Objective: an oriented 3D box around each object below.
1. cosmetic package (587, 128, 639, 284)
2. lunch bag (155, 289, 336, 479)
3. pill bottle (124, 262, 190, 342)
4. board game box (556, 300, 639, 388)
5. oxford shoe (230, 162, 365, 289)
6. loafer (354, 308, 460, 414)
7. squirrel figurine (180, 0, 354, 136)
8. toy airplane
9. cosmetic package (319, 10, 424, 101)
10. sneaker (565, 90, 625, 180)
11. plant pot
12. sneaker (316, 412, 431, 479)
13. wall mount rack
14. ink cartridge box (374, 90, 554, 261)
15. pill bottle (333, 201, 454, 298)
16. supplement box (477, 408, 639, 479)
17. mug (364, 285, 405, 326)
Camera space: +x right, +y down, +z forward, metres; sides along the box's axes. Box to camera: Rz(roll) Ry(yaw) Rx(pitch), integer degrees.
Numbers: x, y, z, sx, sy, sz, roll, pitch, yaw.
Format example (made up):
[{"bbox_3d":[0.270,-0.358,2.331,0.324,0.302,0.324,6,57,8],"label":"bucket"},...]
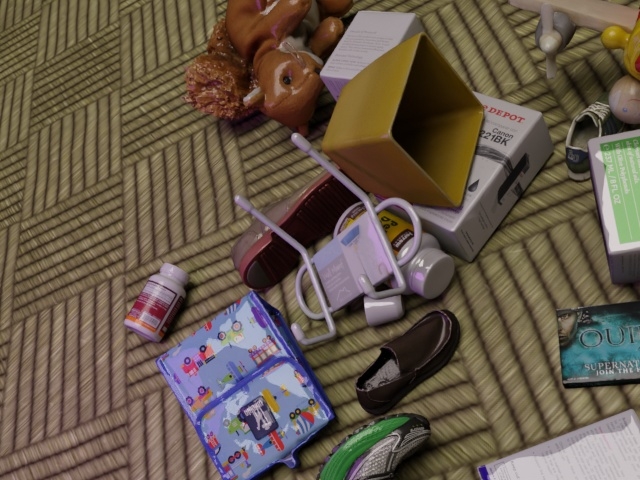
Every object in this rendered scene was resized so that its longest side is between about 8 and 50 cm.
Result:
[{"bbox_3d":[0.593,-0.069,1.029,0.365,0.155,0.197,-11,65,19],"label":"cosmetic package"},{"bbox_3d":[-0.117,0.277,1.261,0.221,0.138,0.293,-36,62,2],"label":"lunch bag"},{"bbox_3d":[-0.335,0.127,1.487,0.086,0.086,0.152,14,67,35],"label":"pill bottle"},{"bbox_3d":[0.454,0.153,1.071,0.186,0.026,0.126,-10,56,24],"label":"board game box"},{"bbox_3d":[-0.048,-0.063,1.433,0.348,0.123,0.130,-41,44,-2],"label":"oxford shoe"},{"bbox_3d":[0.142,0.195,1.181,0.220,0.078,0.080,-46,50,-5],"label":"loafer"},{"bbox_3d":[-0.120,-0.400,1.644,0.397,0.281,0.370,-24,60,32],"label":"squirrel figurine"},{"bbox_3d":[0.555,-0.332,1.191,0.386,0.384,0.272,44,126,48],"label":"toy airplane"},{"bbox_3d":[0.126,-0.363,1.511,0.151,0.151,0.184,16,68,36],"label":"cosmetic package"},{"bbox_3d":[0.481,-0.202,1.250,0.064,0.086,0.192,19,70,37],"label":"sneaker"},{"bbox_3d":[0.128,-0.188,1.221,0.187,0.212,0.212,-5,57,43],"label":"plant pot"},{"bbox_3d":[0.059,0.406,1.074,0.146,0.134,0.343,37,90,33],"label":"sneaker"},{"bbox_3d":[0.000,0.000,1.234,0.350,0.130,0.304,-40,66,43],"label":"wall mount rack"},{"bbox_3d":[0.261,-0.128,1.305,0.197,0.114,0.273,30,77,40],"label":"ink cartridge box"},{"bbox_3d":[0.131,0.020,1.277,0.215,0.117,0.117,32,78,39],"label":"pill bottle"},{"bbox_3d":[0.344,0.329,0.960,0.220,0.111,0.114,-27,51,12],"label":"supplement box"},{"bbox_3d":[0.114,0.111,1.267,0.064,0.062,0.078,-10,66,14],"label":"mug"}]
